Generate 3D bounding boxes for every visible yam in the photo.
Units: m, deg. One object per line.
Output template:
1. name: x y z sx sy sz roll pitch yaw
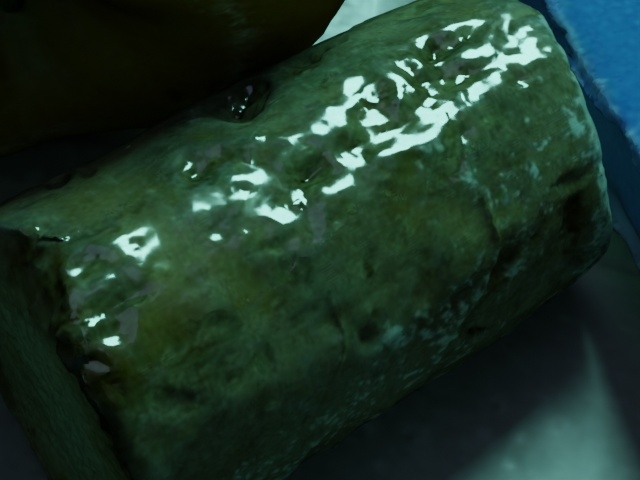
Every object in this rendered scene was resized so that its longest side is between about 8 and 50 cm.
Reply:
1. yam: 0.000 0.000 0.552 0.194 0.107 0.107 -30 56 -24

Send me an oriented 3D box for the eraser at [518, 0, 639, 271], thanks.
1. eraser: 0.143 -0.063 0.617 0.144 0.043 0.312 -14 43 -9

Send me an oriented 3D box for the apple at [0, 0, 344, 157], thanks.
1. apple: -0.105 -0.155 0.568 0.301 0.301 0.301 0 50 0
